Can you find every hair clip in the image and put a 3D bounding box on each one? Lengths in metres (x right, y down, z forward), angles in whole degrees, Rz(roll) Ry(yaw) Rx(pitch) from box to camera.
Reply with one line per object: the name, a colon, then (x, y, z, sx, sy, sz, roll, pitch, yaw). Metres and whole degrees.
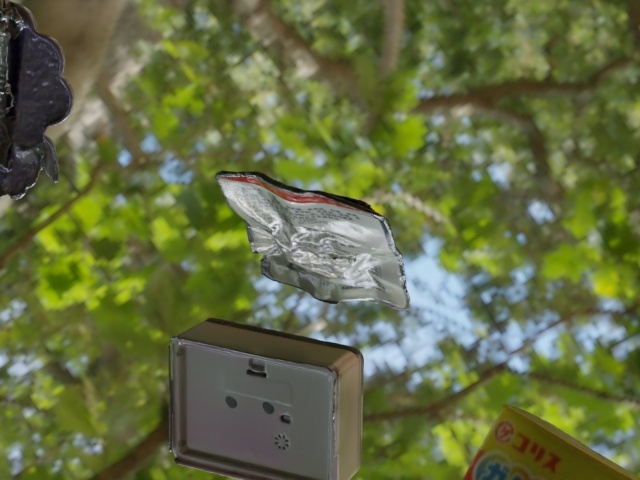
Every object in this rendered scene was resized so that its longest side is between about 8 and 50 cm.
hair clip: (-0.262, -0.120, 1.311, 0.052, 0.124, 0.195, -53, -31, -62)

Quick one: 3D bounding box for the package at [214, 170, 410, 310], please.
package: (0.000, 0.000, 1.505, 0.232, 0.166, 0.040, 67, -141, -60)

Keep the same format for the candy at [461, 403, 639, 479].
candy: (0.141, 0.278, 1.201, 0.146, 0.276, 0.088, 31, -179, 43)

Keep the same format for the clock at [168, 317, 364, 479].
clock: (-0.056, 0.170, 1.642, 0.071, 0.192, 0.147, -31, -54, -58)
